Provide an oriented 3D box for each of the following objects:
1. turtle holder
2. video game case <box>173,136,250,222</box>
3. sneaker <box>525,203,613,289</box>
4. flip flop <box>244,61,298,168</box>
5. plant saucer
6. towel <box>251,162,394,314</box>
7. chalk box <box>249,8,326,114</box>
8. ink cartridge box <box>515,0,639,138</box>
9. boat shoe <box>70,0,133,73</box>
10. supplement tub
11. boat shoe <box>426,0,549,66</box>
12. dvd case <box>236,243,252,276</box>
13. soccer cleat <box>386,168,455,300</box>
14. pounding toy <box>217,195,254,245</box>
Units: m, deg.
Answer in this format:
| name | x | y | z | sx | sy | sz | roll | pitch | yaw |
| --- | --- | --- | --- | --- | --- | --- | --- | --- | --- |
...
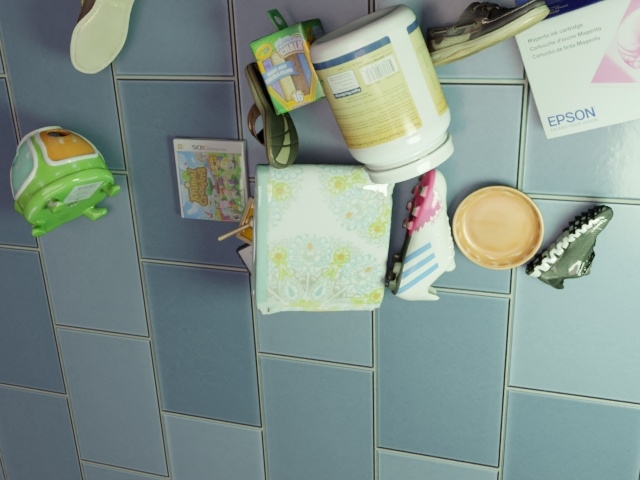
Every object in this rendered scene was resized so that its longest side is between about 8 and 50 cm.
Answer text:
| name | x | y | z | sx | sy | sz | roll | pitch | yaw |
| --- | --- | --- | --- | --- | --- | --- | --- | --- | --- |
| turtle holder | -0.680 | -0.152 | 1.856 | 0.227 | 0.243 | 0.320 | 59 | 158 | 7 |
| video game case | -0.273 | -0.152 | 1.805 | 0.194 | 0.023 | 0.212 | 5 | 112 | 18 |
| sneaker | 0.564 | 0.021 | 1.557 | 0.106 | 0.078 | 0.234 | 38 | 122 | -2 |
| flip flop | -0.126 | -0.276 | 1.610 | 0.080 | 0.112 | 0.277 | -30 | 67 | 26 |
| plant saucer | 0.401 | -0.032 | 1.612 | 0.200 | 0.037 | 0.199 | 7 | 113 | 17 |
| towel | 0.000 | 0.000 | 1.680 | 0.321 | 0.090 | 0.374 | -1 | 114 | -9 |
| chalk box | -0.057 | -0.407 | 1.568 | 0.132 | 0.132 | 0.213 | -14 | 107 | 24 |
| ink cartridge box | 0.544 | -0.384 | 1.353 | 0.324 | 0.071 | 0.330 | -10 | 111 | 39 |
| boat shoe | -0.510 | -0.550 | 1.689 | 0.117 | 0.096 | 0.324 | 11 | 127 | -30 |
| supplement tub | 0.134 | -0.298 | 1.480 | 0.228 | 0.228 | 0.316 | -15 | 112 | 24 |
| boat shoe | 0.314 | -0.425 | 1.410 | 0.285 | 0.103 | 0.092 | -11 | 100 | 55 |
| dvd case | -0.074 | 0.050 | 1.818 | 0.253 | 0.022 | 0.180 | -26 | 101 | 26 |
| soccer cleat | 0.256 | -0.006 | 1.644 | 0.143 | 0.116 | 0.331 | 12 | 117 | -4 |
| pounding toy | -0.153 | -0.035 | 1.751 | 0.141 | 0.100 | 0.130 | 28 | 108 | 18 |
